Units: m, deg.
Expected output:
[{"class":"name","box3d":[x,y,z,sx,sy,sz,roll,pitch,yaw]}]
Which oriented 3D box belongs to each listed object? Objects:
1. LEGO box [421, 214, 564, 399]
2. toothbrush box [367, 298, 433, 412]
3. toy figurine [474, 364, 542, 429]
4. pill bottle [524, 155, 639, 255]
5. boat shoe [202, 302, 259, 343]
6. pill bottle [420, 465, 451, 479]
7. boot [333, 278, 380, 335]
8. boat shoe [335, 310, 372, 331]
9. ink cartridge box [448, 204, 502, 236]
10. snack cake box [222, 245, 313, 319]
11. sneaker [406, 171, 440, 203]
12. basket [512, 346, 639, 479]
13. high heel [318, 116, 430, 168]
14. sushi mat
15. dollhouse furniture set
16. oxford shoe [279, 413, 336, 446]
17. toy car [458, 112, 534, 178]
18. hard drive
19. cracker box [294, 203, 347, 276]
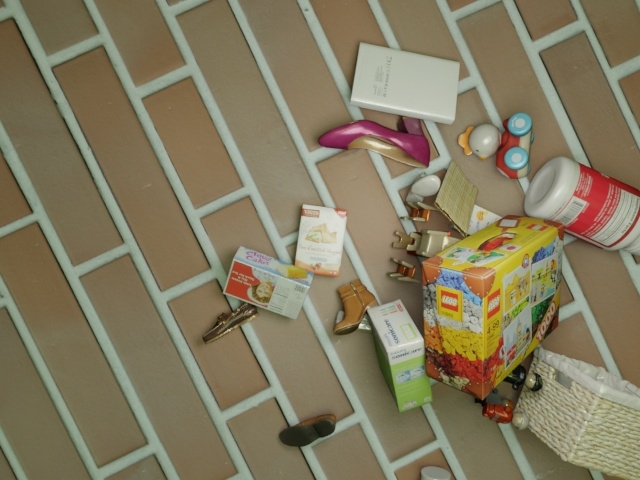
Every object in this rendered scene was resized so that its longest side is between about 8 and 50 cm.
[{"class":"LEGO box","box3d":[0.529,0.171,1.453,0.501,0.193,0.372,-23,115,-39]},{"class":"toothbrush box","box3d":[0.254,0.368,1.548,0.122,0.206,0.283,-18,121,-3]},{"class":"toy figurine","box3d":[0.628,0.504,1.621,0.148,0.209,0.212,17,89,7]},{"class":"pill bottle","box3d":[0.926,-0.105,1.625,0.408,0.229,0.228,23,89,-3]},{"class":"boat shoe","box3d":[-0.313,0.275,1.641,0.207,0.073,0.073,-30,90,-10]},{"class":"pill bottle","box3d":[0.390,0.905,1.656,0.121,0.121,0.220,3,90,-3]},{"class":"boot","box3d":[0.096,0.224,1.629,0.197,0.073,0.152,-21,62,-27]},{"class":"boat shoe","box3d":[0.145,0.280,1.671,0.184,0.066,0.063,8,70,5]},{"class":"ink cartridge box","box3d":[0.557,-0.055,1.688,0.182,0.061,0.104,24,89,-3]},{"class":"snack cake box","box3d":[-0.174,0.142,1.607,0.265,0.089,0.152,21,122,-3]},{"class":"sneaker","box3d":[0.341,-0.191,1.603,0.080,0.212,0.094,21,75,-4]},{"class":"basket","box3d":[0.877,0.556,1.568,0.332,0.328,0.266,19,95,-12]},{"class":"high heel","box3d":[0.188,-0.309,1.629,0.378,0.127,0.181,-11,80,-6]},{"class":"sushi mat","box3d":[0.453,-0.146,1.587,0.151,0.316,0.019,45,130,-9]},{"class":"dollhouse furniture set","box3d":[0.345,0.015,1.581,0.135,0.259,0.261,13,91,-14]},{"class":"oxford shoe","box3d":[-0.040,0.650,1.662,0.213,0.076,0.076,-20,94,13]},{"class":"toy car","box3d":[0.591,-0.318,1.649,0.238,0.219,0.210,6,91,26]},{"class":"hard drive","box3d":[0.290,-0.537,1.652,0.354,0.047,0.232,10,74,-2]},{"class":"cracker box","box3d":[0.000,0.000,1.656,0.156,0.067,0.232,7,89,-3]}]
